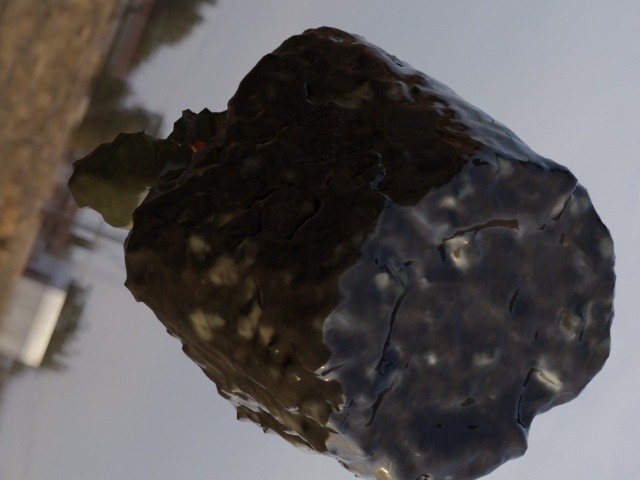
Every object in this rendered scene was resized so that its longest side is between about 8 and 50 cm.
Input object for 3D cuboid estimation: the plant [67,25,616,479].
[{"bbox_3d":[0.000,0.000,1.113,0.213,0.215,0.312,-46,-144,-9],"label":"plant"}]
